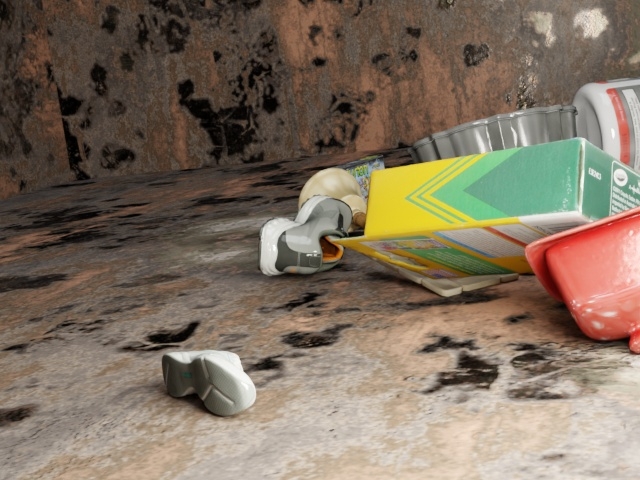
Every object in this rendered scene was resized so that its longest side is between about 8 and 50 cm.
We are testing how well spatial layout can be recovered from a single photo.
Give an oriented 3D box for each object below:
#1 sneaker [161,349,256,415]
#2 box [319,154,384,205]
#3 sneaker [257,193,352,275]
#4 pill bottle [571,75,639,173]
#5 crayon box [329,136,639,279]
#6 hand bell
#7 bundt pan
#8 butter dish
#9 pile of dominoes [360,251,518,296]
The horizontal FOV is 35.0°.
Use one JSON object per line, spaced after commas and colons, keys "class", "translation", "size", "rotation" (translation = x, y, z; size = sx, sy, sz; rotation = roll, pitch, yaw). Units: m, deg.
{"class": "sneaker", "translation": [-0.094, 0.125, 0.952], "size": [0.061, 0.053, 0.152], "rotation": [-10, 9, -31]}
{"class": "box", "translation": [0.068, -0.095, 1.962], "size": [0.036, 0.114, 0.207], "rotation": [-2, 11, 30]}
{"class": "sneaker", "translation": [0.000, 0.000, 1.548], "size": [0.108, 0.100, 0.271], "rotation": [11, 19, 19]}
{"class": "pill bottle", "translation": [0.679, -0.216, 1.928], "size": [0.363, 0.210, 0.210], "rotation": [-8, 9, -4]}
{"class": "crayon box", "translation": [0.196, -0.025, 1.116], "size": [0.323, 0.083, 0.203], "rotation": [-7, -19, 44]}
{"class": "hand bell", "translation": [0.069, -0.032, 1.700], "size": [0.126, 0.126, 0.242], "rotation": [-11, 22, -24]}
{"class": "bundt pan", "translation": [0.341, -0.153, 1.937], "size": [0.331, 0.124, 0.331], "rotation": [-13, -5, -1]}
{"class": "butter dish", "translation": [0.291, 0.048, 0.950], "size": [0.160, 0.118, 0.160], "rotation": [-19, -29, 18]}
{"class": "pile of dominoes", "translation": [0.186, 0.035, 1.397], "size": [0.196, 0.040, 0.251], "rotation": [-11, 18, -23]}
